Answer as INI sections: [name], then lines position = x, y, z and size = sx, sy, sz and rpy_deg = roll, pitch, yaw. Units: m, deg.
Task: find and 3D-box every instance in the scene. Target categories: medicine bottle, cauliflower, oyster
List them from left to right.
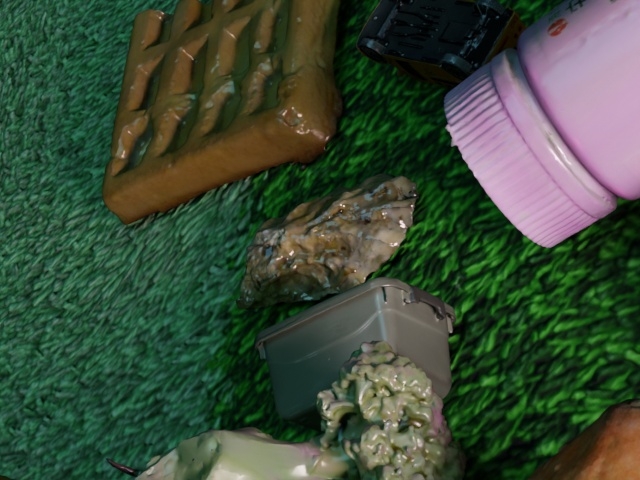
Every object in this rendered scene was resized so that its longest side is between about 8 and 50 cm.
[cauliflower]
position = -0.014, 0.211, 1.149
size = 0.239, 0.315, 0.256
rpy_deg = 125, 160, -48
[oyster]
position = 0.004, -0.008, 1.464
size = 0.209, 0.072, 0.133
rpy_deg = -18, 53, 34
[medicine bottle]
position = 0.266, -0.138, 1.205
size = 0.290, 0.178, 0.178
rpy_deg = -35, 42, 23

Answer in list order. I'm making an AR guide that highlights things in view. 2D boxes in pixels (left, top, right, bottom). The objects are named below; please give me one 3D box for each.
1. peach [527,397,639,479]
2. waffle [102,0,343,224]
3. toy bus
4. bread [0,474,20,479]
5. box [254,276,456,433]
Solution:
[peach]
position = 0.213, 0.219, 0.959
size = 0.232, 0.232, 0.233
rpy_deg = -26, 45, 30
[waffle]
position = -0.118, -0.191, 1.724
size = 0.348, 0.077, 0.304
rpy_deg = -19, 51, 36
[toy bus]
position = 0.129, -0.202, 1.468
size = 0.194, 0.088, 0.083
rpy_deg = 22, 78, 49
[bread]
position = -0.351, 0.391, 1.453
size = 0.333, 0.160, 0.333
rpy_deg = -25, 47, 29
[box]
position = 0.036, 0.114, 1.305
size = 0.172, 0.124, 0.093
rpy_deg = -27, 55, 31
